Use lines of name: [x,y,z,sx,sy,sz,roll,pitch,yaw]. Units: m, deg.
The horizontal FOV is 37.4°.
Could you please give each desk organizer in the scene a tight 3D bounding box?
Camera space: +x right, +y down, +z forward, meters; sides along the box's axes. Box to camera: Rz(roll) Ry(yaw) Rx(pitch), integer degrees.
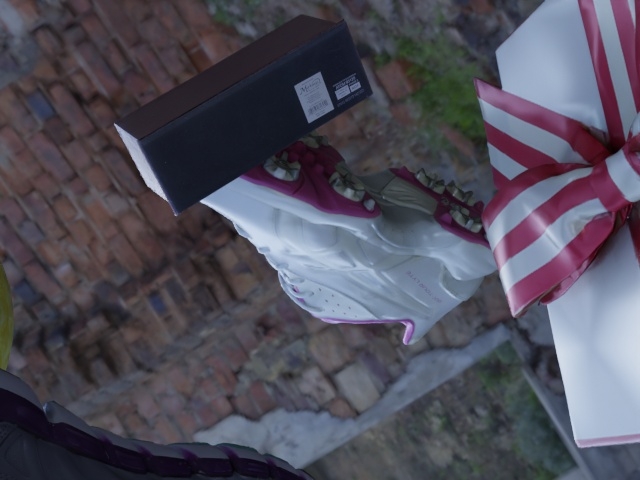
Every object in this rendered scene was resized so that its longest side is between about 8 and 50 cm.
desk organizer: [-0.042,-0.073,0.517,0.050,0.130,0.047,34,153,56]

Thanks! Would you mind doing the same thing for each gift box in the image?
gift box: [0.223,-0.051,0.438,0.255,0.258,0.276,128,133,-65]

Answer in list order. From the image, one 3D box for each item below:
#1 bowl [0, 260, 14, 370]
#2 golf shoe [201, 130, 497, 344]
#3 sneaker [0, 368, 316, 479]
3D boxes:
bowl: [-0.400,0.064,0.753,0.289,0.289,0.156,58,163,2]
golf shoe: [0.000,0.000,0.685,0.306,0.140,0.115,19,-153,-29]
sneaker: [-0.071,0.122,0.341,0.224,0.083,0.098,26,-156,-33]
